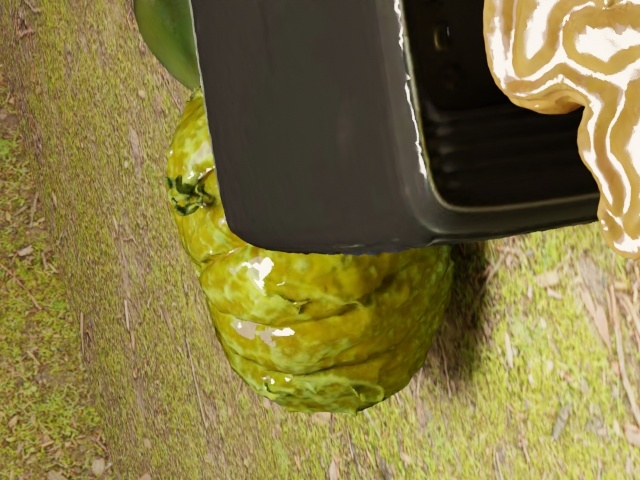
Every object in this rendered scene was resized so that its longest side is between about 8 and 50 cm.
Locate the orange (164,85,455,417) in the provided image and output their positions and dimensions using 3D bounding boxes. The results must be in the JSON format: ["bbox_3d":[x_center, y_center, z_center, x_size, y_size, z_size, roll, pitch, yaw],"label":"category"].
[{"bbox_3d":[0.000,0.000,1.624,0.300,0.223,0.301,-106,-1,-72],"label":"orange"}]

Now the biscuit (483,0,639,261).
[{"bbox_3d":[0.190,-0.173,0.989,0.269,0.051,0.376,12,97,38],"label":"biscuit"}]

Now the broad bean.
[{"bbox_3d":[-0.124,-0.228,2.100,0.228,0.100,0.169,178,76,-70],"label":"broad bean"}]

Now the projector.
[{"bbox_3d":[0.071,-0.196,1.287,0.405,0.242,0.395,174,88,-71],"label":"projector"}]
